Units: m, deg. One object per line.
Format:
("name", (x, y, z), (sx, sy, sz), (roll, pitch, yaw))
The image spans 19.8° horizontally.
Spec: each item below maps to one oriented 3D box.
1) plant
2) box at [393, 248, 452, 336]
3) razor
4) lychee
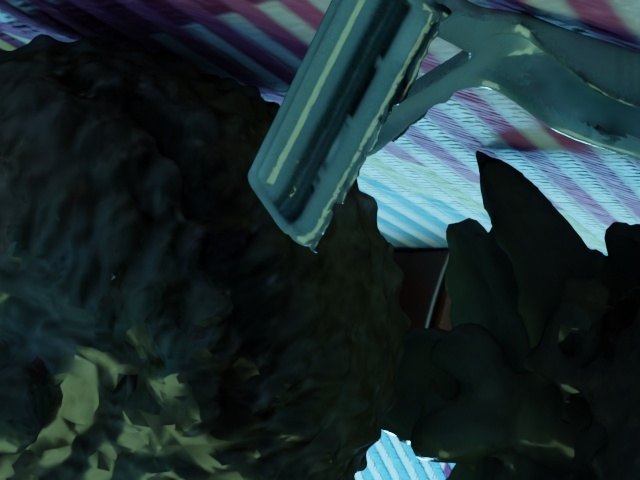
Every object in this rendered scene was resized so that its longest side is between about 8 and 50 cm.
("plant", (0.167, 0.089, 0.807), (0.312, 0.215, 0.213), (17, 178, 7))
("box", (0.193, 0.113, 1.499), (0.385, 0.122, 0.344), (16, 174, -18))
("razor", (0.126, -0.029, 0.569), (0.277, 0.056, 0.111), (10, 141, -17))
("lychee", (-0.085, 0.027, 0.792), (0.255, 0.255, 0.274), (13, -155, 17))
